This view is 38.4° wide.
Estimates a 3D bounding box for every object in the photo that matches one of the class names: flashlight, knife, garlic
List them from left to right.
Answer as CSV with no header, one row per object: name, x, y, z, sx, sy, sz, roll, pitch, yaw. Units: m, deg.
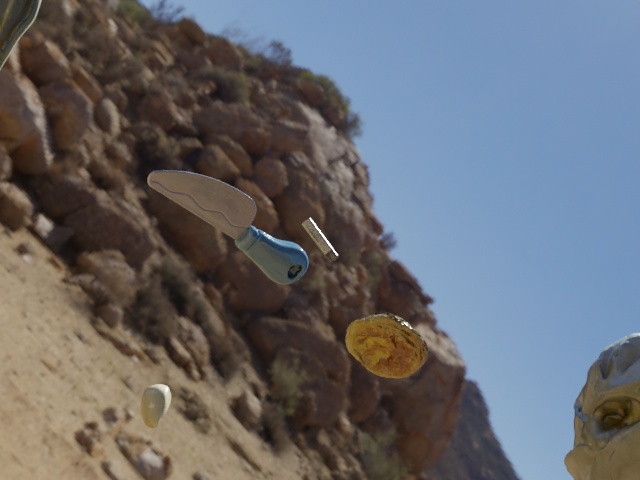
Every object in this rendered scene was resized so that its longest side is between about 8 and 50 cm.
garlic,-0.251,0.249,1.417,0.083,0.041,0.053,-60,142,-73
knife,-0.092,-0.022,1.007,0.244,0.058,0.032,42,8,-43
flashlight,0.000,0.000,1.549,0.083,0.018,0.018,53,6,16

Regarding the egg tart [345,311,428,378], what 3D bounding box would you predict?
egg tart,0.102,0.151,1.378,0.130,0.052,0.130,14,-47,16

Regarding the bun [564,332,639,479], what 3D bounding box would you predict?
bun,0.528,0.318,1.473,0.194,0.354,0.354,15,8,-28

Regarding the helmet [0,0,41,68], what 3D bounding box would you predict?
helmet,-0.444,-0.244,1.052,0.137,0.257,0.204,30,-5,-42
